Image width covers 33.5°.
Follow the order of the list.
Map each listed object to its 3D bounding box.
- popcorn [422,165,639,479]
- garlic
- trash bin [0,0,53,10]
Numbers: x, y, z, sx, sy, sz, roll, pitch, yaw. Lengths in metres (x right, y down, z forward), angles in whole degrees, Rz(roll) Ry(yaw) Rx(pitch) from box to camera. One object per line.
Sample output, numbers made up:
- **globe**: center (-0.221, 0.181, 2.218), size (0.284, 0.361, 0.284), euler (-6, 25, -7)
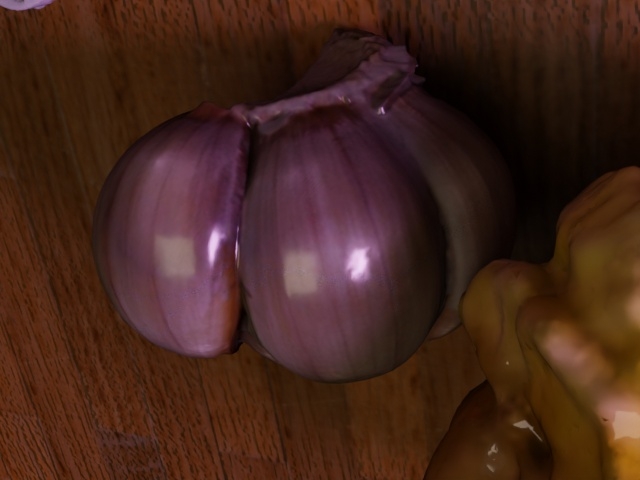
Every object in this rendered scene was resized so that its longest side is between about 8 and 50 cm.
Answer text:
- **popcorn**: center (0.205, 0.119, 0.531), size (0.349, 0.349, 0.381), euler (39, 173, -3)
- **garlic**: center (0.000, 0.000, 0.588), size (0.160, 0.214, 0.191), euler (14, 124, 46)
- **trash bin**: center (-0.282, -0.234, 0.463), size (0.255, 0.367, 0.296), euler (32, 130, 15)
